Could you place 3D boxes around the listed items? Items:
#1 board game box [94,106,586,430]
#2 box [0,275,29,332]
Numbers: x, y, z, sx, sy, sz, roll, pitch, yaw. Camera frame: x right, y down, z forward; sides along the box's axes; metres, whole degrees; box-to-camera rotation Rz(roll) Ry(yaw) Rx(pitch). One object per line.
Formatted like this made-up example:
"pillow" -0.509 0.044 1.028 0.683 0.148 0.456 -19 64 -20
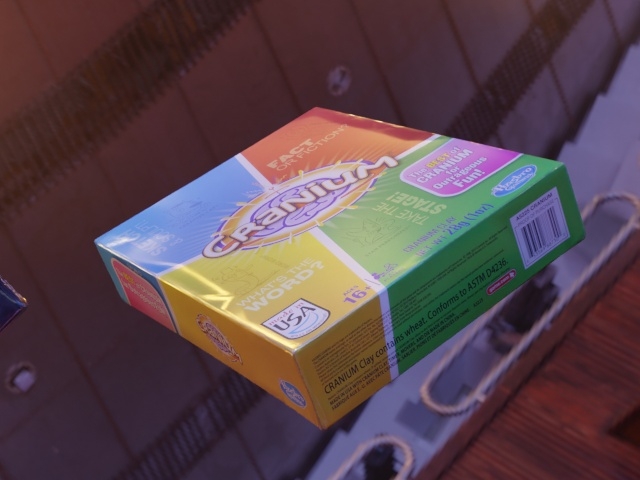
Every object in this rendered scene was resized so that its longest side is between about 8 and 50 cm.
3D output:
"board game box" 0.000 0.000 0.894 0.242 0.316 0.064 -34 -61 -23
"box" -0.567 0.081 1.449 0.295 0.293 0.073 -45 4 -6
